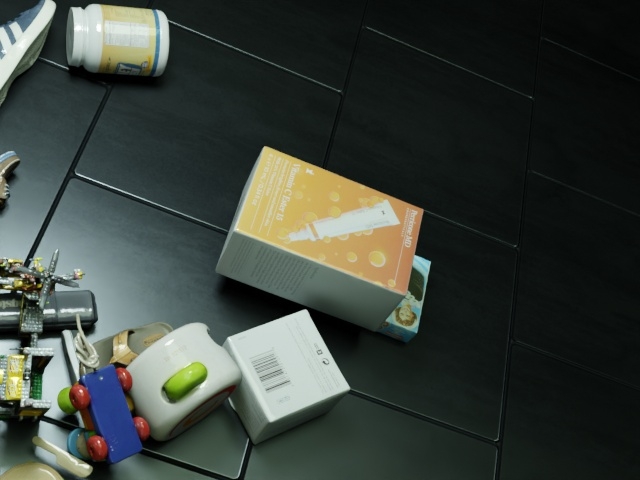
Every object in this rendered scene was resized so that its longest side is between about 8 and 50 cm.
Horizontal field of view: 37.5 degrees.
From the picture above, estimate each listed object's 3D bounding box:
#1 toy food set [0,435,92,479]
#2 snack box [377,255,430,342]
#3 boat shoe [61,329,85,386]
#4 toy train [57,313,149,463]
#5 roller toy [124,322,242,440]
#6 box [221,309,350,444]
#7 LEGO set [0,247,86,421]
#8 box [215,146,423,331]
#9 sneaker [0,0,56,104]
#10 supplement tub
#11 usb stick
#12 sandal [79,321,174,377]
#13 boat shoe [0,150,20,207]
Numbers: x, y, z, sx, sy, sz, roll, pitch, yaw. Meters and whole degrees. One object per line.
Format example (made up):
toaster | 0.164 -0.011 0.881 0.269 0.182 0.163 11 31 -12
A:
toy food set | -0.474 0.429 1.544 0.132 0.038 0.192 30 61 5
snack box | 0.063 0.071 1.973 0.322 0.060 0.187 22 55 -9
boat shoe | -0.427 0.220 1.682 0.040 0.049 0.142 -8 61 -27
toy train | -0.393 0.251 1.577 0.105 0.143 0.248 -18 88 -45
roller toy | -0.250 0.243 1.654 0.146 0.209 0.191 51 30 12
box | -0.075 0.253 1.764 0.182 0.119 0.181 -18 68 -31
LEGO set | -0.541 0.161 1.545 0.255 0.192 0.331 14 69 -19
box | 0.000 0.000 1.848 0.345 0.168 0.215 21 55 -8
sneaker | -0.667 -0.393 1.914 0.148 0.131 0.350 29 53 -9
supplement tub | -0.436 -0.430 2.027 0.200 0.144 0.144 0 60 -22
usb stick | -0.542 0.128 1.693 0.278 0.045 0.077 -1 61 -23
sandal | -0.340 0.200 1.703 0.219 0.060 0.090 -21 77 -44
boat shoe | -0.626 -0.091 1.790 0.066 0.066 0.183 38 63 -3
